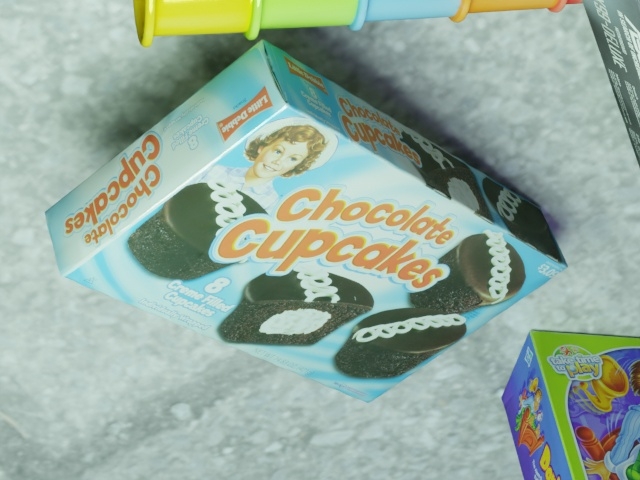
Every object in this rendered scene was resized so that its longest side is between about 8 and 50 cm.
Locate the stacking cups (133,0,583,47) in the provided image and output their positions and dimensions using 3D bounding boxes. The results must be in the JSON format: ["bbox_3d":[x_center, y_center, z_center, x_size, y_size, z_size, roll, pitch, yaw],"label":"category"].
[{"bbox_3d":[0.047,-0.167,1.134,0.316,0.096,0.096,-3,133,-13],"label":"stacking cups"}]

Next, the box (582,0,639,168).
[{"bbox_3d":[0.287,-0.147,1.138,0.242,0.076,0.307,-35,133,-9],"label":"box"}]

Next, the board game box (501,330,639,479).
[{"bbox_3d":[0.328,0.186,1.402,0.347,0.233,0.078,5,132,-14],"label":"board game box"}]

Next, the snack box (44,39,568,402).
[{"bbox_3d":[0.000,0.000,1.240,0.187,0.060,0.322,-37,143,23],"label":"snack box"}]
